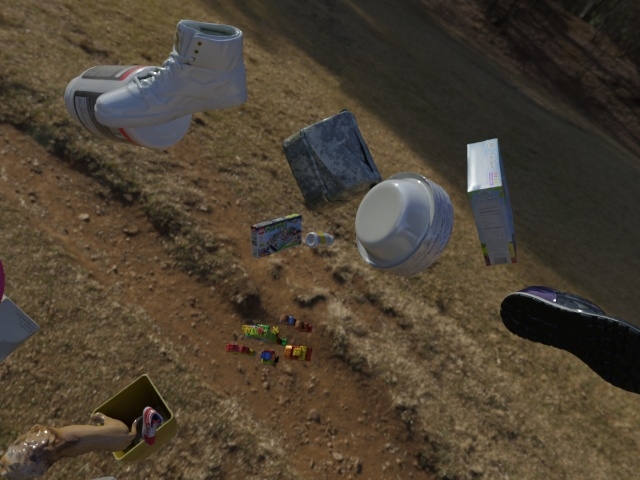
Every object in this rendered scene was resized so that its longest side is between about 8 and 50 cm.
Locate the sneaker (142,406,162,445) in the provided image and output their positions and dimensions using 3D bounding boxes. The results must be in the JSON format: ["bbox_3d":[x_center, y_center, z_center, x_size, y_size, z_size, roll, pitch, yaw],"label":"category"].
[{"bbox_3d":[-0.511,0.572,1.460,0.042,0.067,0.118,-6,91,-44],"label":"sneaker"}]

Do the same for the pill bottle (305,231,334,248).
[{"bbox_3d":[0.000,0.000,1.302,0.083,0.043,0.043,2,44,-51],"label":"pill bottle"}]

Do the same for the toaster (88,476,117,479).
[{"bbox_3d":[-0.707,0.788,1.427,0.227,0.146,0.129,-11,74,-9],"label":"toaster"}]

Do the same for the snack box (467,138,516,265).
[{"bbox_3d":[0.363,-0.079,1.013,0.207,0.070,0.174,61,31,-35],"label":"snack box"}]

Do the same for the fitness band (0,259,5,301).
[{"bbox_3d":[-0.652,0.066,0.763,0.291,0.054,0.209,20,65,-69],"label":"fitness band"}]

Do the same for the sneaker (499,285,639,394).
[{"bbox_3d":[0.464,0.144,0.809,0.124,0.107,0.283,-17,32,-38],"label":"sneaker"}]

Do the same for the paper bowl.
[{"bbox_3d":[0.209,-0.053,1.319,0.148,0.284,0.284,22,33,-34],"label":"paper bowl"}]

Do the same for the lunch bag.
[{"bbox_3d":[0.053,-0.268,1.662,0.212,0.256,0.305,-4,71,-59],"label":"lunch bag"}]

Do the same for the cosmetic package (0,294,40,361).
[{"bbox_3d":[-1.109,0.337,1.561,0.309,0.113,0.160,-49,122,-27],"label":"cosmetic package"}]

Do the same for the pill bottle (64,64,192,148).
[{"bbox_3d":[-0.464,-0.318,1.123,0.319,0.176,0.176,17,16,36],"label":"pill bottle"}]

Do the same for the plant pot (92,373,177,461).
[{"bbox_3d":[-0.625,0.645,1.689,0.212,0.187,0.212,-36,56,-20],"label":"plant pot"}]

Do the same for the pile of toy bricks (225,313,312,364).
[{"bbox_3d":[-0.127,0.227,1.136,0.105,0.212,0.118,47,48,-56],"label":"pile of toy bricks"}]

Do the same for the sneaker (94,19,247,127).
[{"bbox_3d":[-0.275,-0.314,0.874,0.293,0.169,0.108,-22,54,-24],"label":"sneaker"}]

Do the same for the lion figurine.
[{"bbox_3d":[-0.654,0.550,1.314,0.392,0.240,0.142,-7,82,-38],"label":"lion figurine"}]

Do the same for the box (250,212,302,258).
[{"bbox_3d":[-0.151,-0.019,1.678,0.036,0.114,0.207,18,27,41],"label":"box"}]
